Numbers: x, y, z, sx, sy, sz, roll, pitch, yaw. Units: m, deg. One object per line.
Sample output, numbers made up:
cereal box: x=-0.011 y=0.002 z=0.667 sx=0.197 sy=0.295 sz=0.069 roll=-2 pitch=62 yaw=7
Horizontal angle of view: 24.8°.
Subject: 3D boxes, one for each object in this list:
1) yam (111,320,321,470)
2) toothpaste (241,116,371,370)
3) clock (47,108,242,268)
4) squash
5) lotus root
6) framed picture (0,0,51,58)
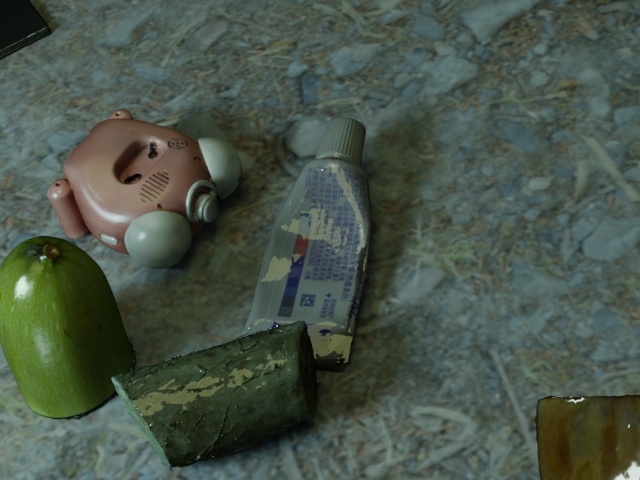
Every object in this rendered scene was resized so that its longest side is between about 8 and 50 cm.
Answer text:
yam: x=-0.086 y=0.138 z=1.301 sx=0.183 sy=0.107 sz=0.107 roll=-19 pitch=47 yaw=-6
toothpaste: x=0.001 y=0.000 z=1.436 sx=0.099 sy=0.068 sz=0.283 roll=-17 pitch=49 yaw=41
clock: x=-0.177 y=-0.057 z=1.504 sx=0.162 sy=0.093 sz=0.166 roll=19 pitch=55 yaw=24
squash: x=-0.244 y=0.071 z=1.345 sx=0.123 sy=0.187 sz=0.123 roll=-2 pitch=50 yaw=3
lotus root: x=0.272 y=0.209 z=1.130 sx=0.188 sy=0.199 sz=0.180 roll=-14 pitch=70 yaw=53
framed picture: x=-0.532 y=-0.248 z=1.814 sx=0.338 sy=0.014 sz=0.255 roll=-30 pitch=48 yaw=-14
